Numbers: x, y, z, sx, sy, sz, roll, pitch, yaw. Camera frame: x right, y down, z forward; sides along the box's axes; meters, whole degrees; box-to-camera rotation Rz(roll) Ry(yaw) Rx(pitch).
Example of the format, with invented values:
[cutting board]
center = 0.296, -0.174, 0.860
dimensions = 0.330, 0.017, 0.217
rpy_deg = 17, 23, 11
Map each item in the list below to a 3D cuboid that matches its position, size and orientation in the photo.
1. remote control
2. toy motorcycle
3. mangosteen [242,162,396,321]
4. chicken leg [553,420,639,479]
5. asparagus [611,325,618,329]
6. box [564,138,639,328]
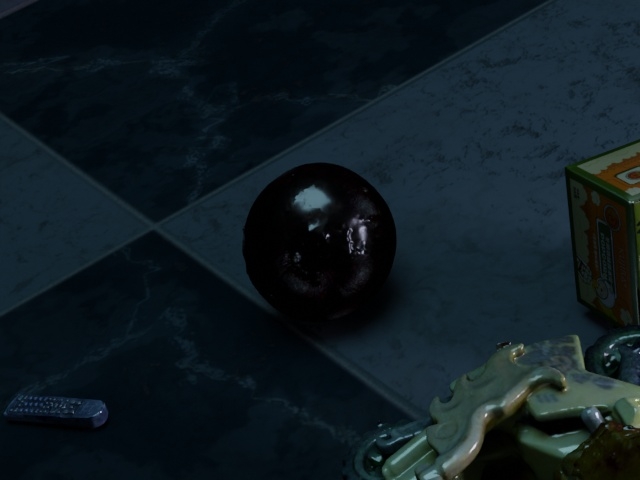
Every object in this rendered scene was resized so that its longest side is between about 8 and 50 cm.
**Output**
[remote control]
center = -0.344, 0.225, 1.920
dimensions = 0.153, 0.027, 0.043
rpy_deg = 2, 44, 28
[toy motorcycle]
center = 0.227, 0.220, 1.575
dimensions = 0.410, 0.168, 0.237
rpy_deg = -22, 28, 1
[mangosteen]
center = 0.000, 0.000, 1.971
dimensions = 0.211, 0.211, 0.250
rpy_deg = -12, 4, 5
[chicken leg]
center = 0.350, 0.260, 1.304
dimensions = 0.140, 0.211, 0.361
rpy_deg = -41, 33, -18
[asparagus]
center = 0.460, 0.129, 1.733
dimensions = 0.248, 0.025, 0.024
rpy_deg = 8, -2, 31
[box]
center = 0.414, -0.009, 1.773
dimensions = 0.178, 0.195, 0.148
rpy_deg = -20, 29, -20
